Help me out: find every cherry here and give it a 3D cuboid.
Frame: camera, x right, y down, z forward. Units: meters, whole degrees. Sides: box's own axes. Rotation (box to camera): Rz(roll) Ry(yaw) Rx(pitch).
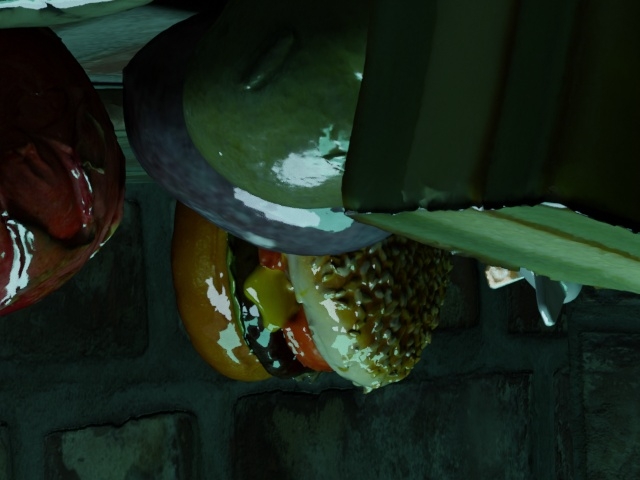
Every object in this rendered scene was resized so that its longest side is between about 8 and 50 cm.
[{"bbox_3d":[-0.014,-0.082,1.214,0.266,0.184,0.213,14,165,-16],"label":"cherry"}]

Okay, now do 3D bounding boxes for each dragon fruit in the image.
[{"bbox_3d":[-0.246,-0.052,1.158,0.241,0.241,0.252,-2,-168,-24],"label":"dragon fruit"}]

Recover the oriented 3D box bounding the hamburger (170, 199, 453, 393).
[{"bbox_3d":[0.000,0.000,1.894,0.250,0.330,0.330,4,-178,24],"label":"hamburger"}]

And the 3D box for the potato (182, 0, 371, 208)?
[{"bbox_3d":[0.024,-0.102,1.003,0.235,0.160,0.178,-24,-158,48],"label":"potato"}]

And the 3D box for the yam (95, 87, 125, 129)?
[{"bbox_3d":[-0.276,-0.128,1.658,0.264,0.046,0.046,-2,179,-30],"label":"yam"}]

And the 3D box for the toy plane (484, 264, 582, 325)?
[{"bbox_3d":[0.145,-0.060,1.300,0.244,0.245,0.117,-3,-154,22],"label":"toy plane"}]

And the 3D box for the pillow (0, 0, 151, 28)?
[{"bbox_3d":[-0.190,-0.141,0.959,0.241,0.051,0.093,-4,174,0],"label":"pillow"}]

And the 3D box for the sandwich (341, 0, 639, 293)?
[{"bbox_3d":[0.149,-0.084,0.854,0.227,0.198,0.155,17,168,-41],"label":"sandwich"}]
